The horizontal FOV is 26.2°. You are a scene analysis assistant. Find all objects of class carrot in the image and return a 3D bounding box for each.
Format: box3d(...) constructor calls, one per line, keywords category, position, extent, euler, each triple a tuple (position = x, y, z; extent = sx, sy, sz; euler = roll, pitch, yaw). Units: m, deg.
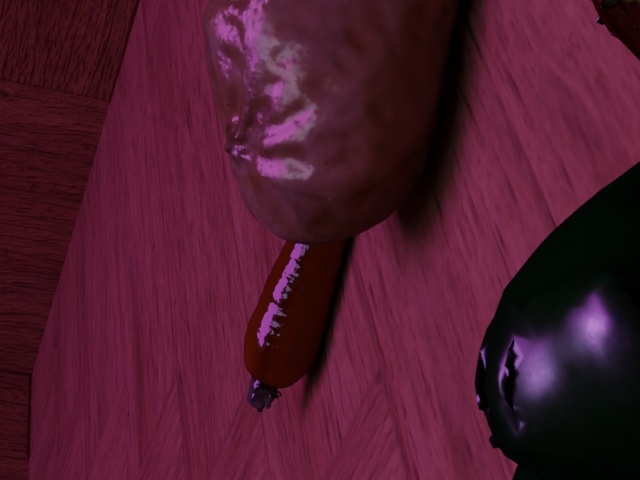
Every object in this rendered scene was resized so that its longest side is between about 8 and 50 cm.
box3d(category="carrot", position=(0.000, 0.000, 1.214), extent=(0.069, 0.069, 0.336), euler=(-131, 60, -67))

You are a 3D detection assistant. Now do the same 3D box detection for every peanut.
box3d(category="peanut", position=(0.010, -0.189, 1.056), extent=(0.169, 0.192, 0.387), euler=(174, 105, -80))

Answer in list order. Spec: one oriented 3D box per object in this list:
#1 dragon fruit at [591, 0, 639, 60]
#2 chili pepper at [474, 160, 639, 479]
box3d(category="dragon fruit", position=(0.170, -0.102, 0.571), extent=(0.142, 0.138, 0.175), euler=(12, 64, 40))
box3d(category="chili pepper", position=(0.159, 0.037, 0.403), extent=(0.174, 0.261, 0.165), euler=(-23, 89, 43))
